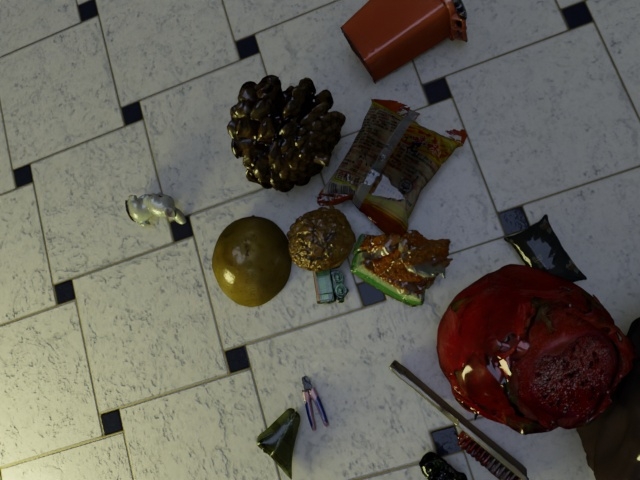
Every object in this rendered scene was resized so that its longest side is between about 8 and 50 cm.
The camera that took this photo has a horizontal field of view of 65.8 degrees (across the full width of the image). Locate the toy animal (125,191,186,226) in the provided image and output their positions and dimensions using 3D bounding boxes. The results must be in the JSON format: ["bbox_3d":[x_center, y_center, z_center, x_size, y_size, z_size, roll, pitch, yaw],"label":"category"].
[{"bbox_3d":[-0.383,-0.078,1.152,0.124,0.071,0.085,-9,79,9],"label":"toy animal"}]

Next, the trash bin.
[{"bbox_3d":[0.182,-0.458,1.065,0.239,0.161,0.184,-36,76,12],"label":"trash bin"}]

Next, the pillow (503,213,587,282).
[{"bbox_3d":[0.447,0.035,0.987,0.090,0.048,0.150,-29,80,3],"label":"pillow"}]

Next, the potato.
[{"bbox_3d":[-0.159,0.035,1.054,0.178,0.158,0.203,23,83,12],"label":"potato"}]

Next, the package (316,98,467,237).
[{"bbox_3d":[0.150,-0.157,1.044,0.223,0.108,0.288,28,87,10],"label":"package"}]

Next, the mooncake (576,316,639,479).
[{"bbox_3d":[0.575,0.268,0.769,0.212,0.350,0.381,25,65,8],"label":"mooncake"}]

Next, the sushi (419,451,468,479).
[{"bbox_3d":[0.234,0.450,0.949,0.056,0.085,0.083,-44,75,1],"label":"sushi"}]

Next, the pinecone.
[{"bbox_3d":[-0.082,-0.223,1.044,0.257,0.243,0.243,16,84,43],"label":"pinecone"}]

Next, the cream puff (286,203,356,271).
[{"bbox_3d":[-0.003,-0.003,1.014,0.144,0.103,0.126,-38,73,7],"label":"cream puff"}]

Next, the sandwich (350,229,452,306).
[{"bbox_3d":[0.155,0.043,0.989,0.185,0.160,0.109,22,67,5],"label":"sandwich"}]

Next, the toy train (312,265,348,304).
[{"bbox_3d":[0.017,0.065,1.071,0.071,0.038,0.147,-10,79,9],"label":"toy train"}]

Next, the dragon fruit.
[{"bbox_3d":[0.354,0.186,0.860,0.296,0.301,0.295,0,83,4],"label":"dragon fruit"}]

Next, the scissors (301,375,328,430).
[{"bbox_3d":[-0.018,0.343,1.049,0.039,0.012,0.113,-22,78,7],"label":"scissors"}]

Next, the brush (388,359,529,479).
[{"bbox_3d":[0.259,0.358,0.972,0.321,0.060,0.050,39,101,14],"label":"brush"}]

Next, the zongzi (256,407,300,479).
[{"bbox_3d":[-0.061,0.422,1.032,0.104,0.052,0.113,-42,90,-3],"label":"zongzi"}]
